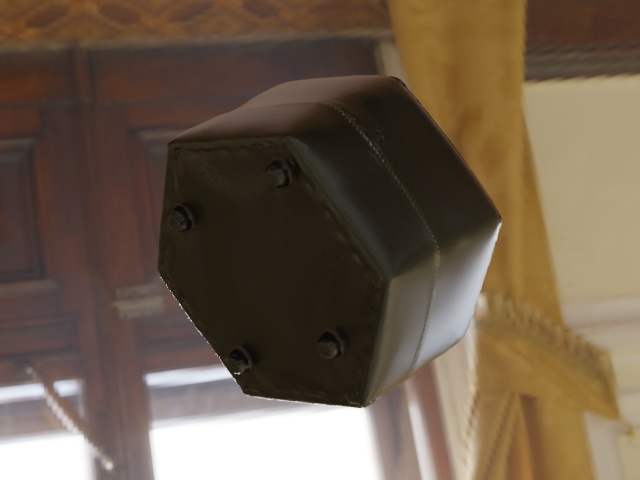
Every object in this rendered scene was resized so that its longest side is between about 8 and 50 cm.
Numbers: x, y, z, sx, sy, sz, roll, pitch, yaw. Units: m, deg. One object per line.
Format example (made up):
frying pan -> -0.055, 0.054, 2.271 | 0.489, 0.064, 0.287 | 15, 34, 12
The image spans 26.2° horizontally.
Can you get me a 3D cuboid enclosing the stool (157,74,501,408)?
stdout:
stool -> 0.000, 0.000, 0.965 | 0.141, 0.232, 0.232 | -31, 180, -43
